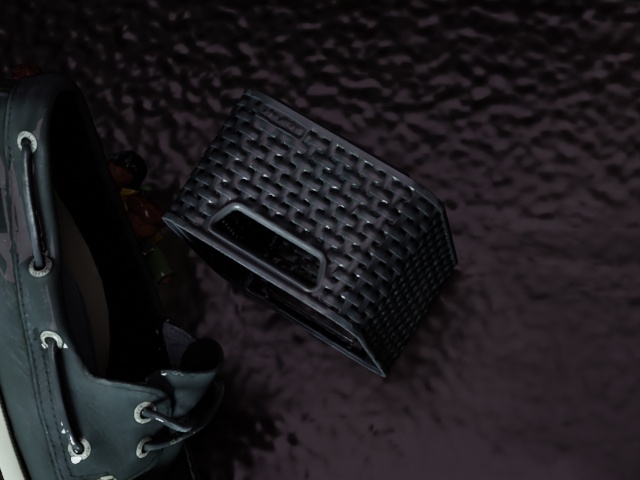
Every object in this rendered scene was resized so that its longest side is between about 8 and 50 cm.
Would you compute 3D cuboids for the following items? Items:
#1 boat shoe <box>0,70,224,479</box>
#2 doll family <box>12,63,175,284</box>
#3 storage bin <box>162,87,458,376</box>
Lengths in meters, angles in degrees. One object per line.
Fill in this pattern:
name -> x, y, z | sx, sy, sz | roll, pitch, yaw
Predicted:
boat shoe -> -0.109, 0.066, 0.862 | 0.113, 0.127, 0.340 | -19, 95, 20
doll family -> -0.161, -0.029, 0.961 | 0.193, 0.076, 0.111 | 32, 103, 8
storage bin -> 0.000, 0.000, 0.879 | 0.122, 0.180, 0.084 | 31, 83, 13
